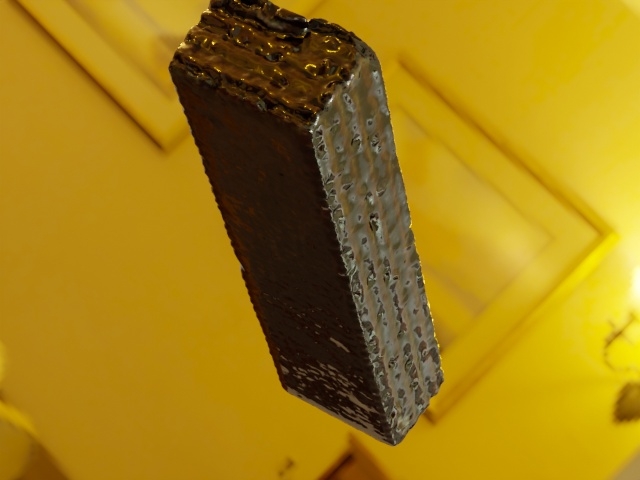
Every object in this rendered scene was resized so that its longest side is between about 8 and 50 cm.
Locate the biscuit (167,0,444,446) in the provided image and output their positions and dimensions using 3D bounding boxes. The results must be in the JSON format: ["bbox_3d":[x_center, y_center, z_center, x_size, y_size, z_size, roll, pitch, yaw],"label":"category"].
[{"bbox_3d":[0.000,0.000,1.059,0.107,0.073,0.388,26,-27,26],"label":"biscuit"}]
